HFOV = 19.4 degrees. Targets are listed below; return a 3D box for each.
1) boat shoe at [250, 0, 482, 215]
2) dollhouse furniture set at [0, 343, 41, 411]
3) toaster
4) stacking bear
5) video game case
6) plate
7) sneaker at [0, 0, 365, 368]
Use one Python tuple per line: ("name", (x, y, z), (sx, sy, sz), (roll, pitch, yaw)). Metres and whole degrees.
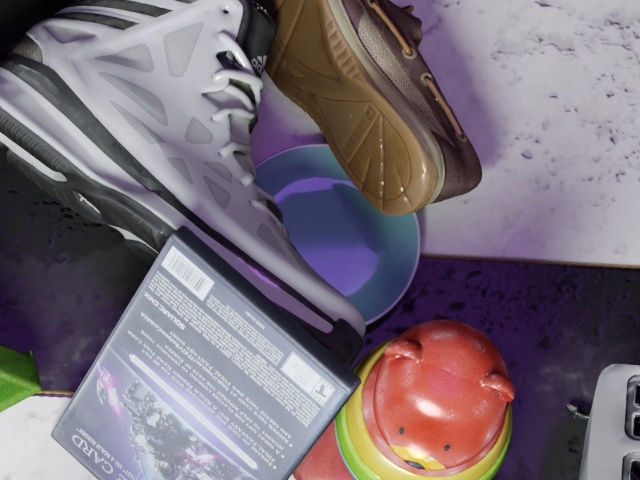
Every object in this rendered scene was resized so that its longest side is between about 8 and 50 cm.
("boat shoe", (0.040, -0.175, 1.786), (0.123, 0.123, 0.342), (-13, 59, -40))
("dollhouse furniture set", (-0.433, 0.096, 1.668), (0.301, 0.151, 0.198), (-28, 64, 13))
("toaster", (0.305, 0.205, 1.643), (0.185, 0.110, 0.168), (6, 57, 7))
("stacking bear", (0.089, 0.150, 1.578), (0.175, 0.289, 0.164), (26, 72, 4))
("video game case", (-0.105, 0.143, 1.593), (0.196, 0.274, 0.026), (41, 38, 8))
("plate", (0.000, 0.000, 1.759), (0.188, 0.024, 0.188), (1, 73, -4))
("sneaker", (-0.086, -0.090, 1.682), (0.447, 0.169, 0.257), (38, 74, 18))
